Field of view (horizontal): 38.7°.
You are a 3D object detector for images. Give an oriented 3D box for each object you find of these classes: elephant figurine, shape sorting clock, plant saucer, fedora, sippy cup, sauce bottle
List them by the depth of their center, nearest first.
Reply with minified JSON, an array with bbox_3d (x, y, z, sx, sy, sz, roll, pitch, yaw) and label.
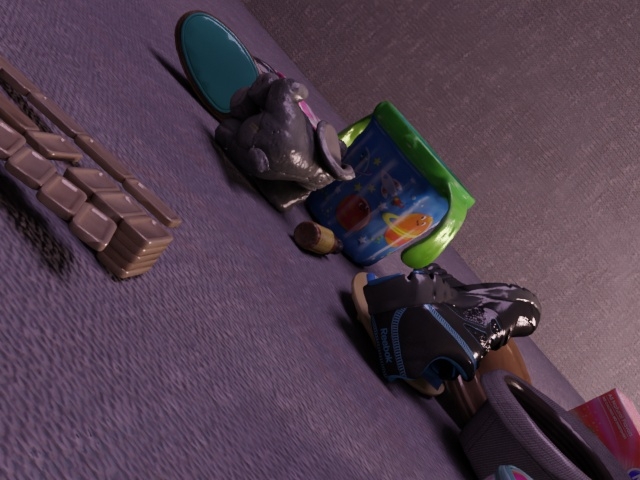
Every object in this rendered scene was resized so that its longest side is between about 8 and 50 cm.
[{"bbox_3d":[0.285,0.295,1.206,0.275,0.124,0.244,33,16,-35],"label":"fedora"},{"bbox_3d":[0.110,0.134,1.304,0.206,0.040,0.206,41,21,-20],"label":"shape sorting clock"},{"bbox_3d":[0.000,0.000,1.344,0.042,0.042,0.128,52,9,18],"label":"sauce bottle"},{"bbox_3d":[-0.025,-0.127,1.357,0.169,0.186,0.239,11,-22,49],"label":"elephant figurine"},{"bbox_3d":[0.268,0.211,1.417,0.278,0.041,0.278,42,34,-38],"label":"plant saucer"},{"bbox_3d":[0.107,-0.082,1.568,0.240,0.224,0.305,48,11,-8],"label":"sippy cup"}]

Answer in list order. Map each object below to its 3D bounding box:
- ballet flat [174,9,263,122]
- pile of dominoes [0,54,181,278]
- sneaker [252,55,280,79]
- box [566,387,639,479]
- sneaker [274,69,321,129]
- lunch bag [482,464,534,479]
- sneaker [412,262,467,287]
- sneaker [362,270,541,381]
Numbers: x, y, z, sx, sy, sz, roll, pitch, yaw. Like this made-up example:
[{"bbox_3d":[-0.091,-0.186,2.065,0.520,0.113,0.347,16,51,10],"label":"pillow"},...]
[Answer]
[{"bbox_3d":[-0.124,-0.226,1.511,0.342,0.116,0.124,46,-10,-14],"label":"ballet flat"},{"bbox_3d":[-0.230,-0.068,0.721,0.251,0.040,0.196,41,10,6],"label":"pile of dominoes"},{"bbox_3d":[-0.092,-0.237,1.661,0.267,0.101,0.106,46,13,-14],"label":"sneaker"},{"bbox_3d":[0.451,0.389,1.336,0.142,0.154,0.300,33,31,-57],"label":"box"},{"bbox_3d":[-0.056,-0.230,1.816,0.252,0.103,0.111,55,6,0],"label":"sneaker"},{"bbox_3d":[0.241,0.358,0.845,0.279,0.108,0.224,45,11,-19],"label":"lunch bag"},{"bbox_3d":[0.196,0.120,1.599,0.147,0.104,0.296,33,17,15],"label":"sneaker"},{"bbox_3d":[0.186,0.127,1.256,0.341,0.125,0.140,7,74,-42],"label":"sneaker"}]
